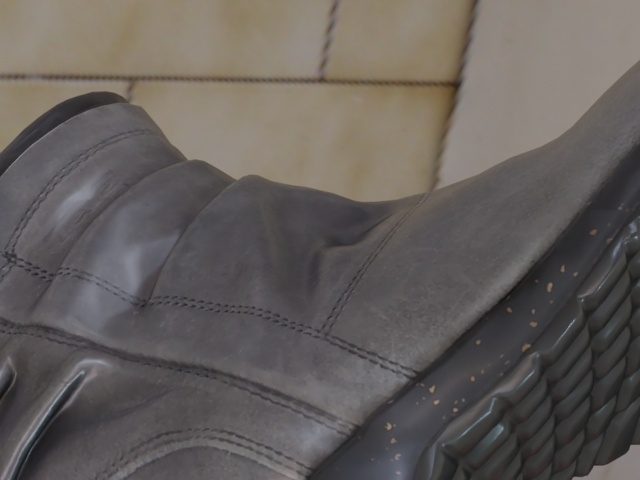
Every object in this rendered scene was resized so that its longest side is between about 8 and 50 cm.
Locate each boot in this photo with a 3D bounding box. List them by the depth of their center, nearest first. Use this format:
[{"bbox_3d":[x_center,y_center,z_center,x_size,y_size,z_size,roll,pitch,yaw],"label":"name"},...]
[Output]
[{"bbox_3d":[0.000,0.000,0.551,0.338,0.222,0.118,-45,145,-18],"label":"boot"}]
